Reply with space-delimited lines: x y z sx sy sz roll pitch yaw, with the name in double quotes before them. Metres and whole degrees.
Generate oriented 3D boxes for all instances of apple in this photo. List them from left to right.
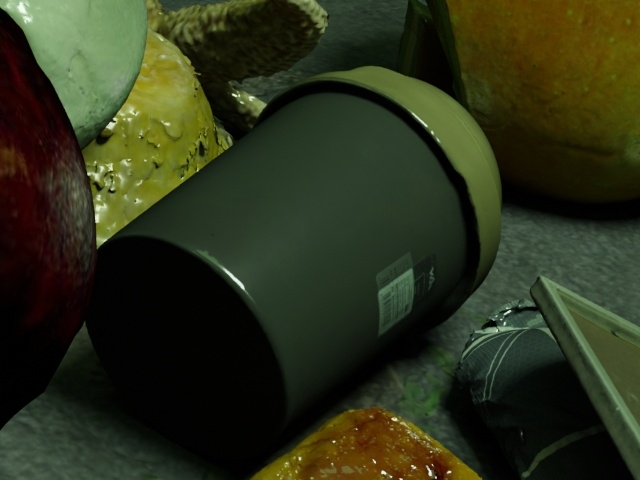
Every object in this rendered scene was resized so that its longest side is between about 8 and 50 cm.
"apple" 0.244 -0.224 1.394 0.384 0.374 0.374 30 36 23

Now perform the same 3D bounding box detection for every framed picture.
"framed picture" 0.290 0.152 0.940 0.324 0.020 0.240 26 23 -27

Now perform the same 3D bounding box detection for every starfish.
"starfish" -0.183 -0.230 1.366 0.432 0.324 0.082 32 63 19

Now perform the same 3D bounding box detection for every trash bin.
"trash bin" 0.000 0.000 1.076 0.214 0.214 0.334 26 42 26

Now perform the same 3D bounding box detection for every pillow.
"pillow" 0.193 0.145 0.990 0.161 0.092 0.335 5 30 -12

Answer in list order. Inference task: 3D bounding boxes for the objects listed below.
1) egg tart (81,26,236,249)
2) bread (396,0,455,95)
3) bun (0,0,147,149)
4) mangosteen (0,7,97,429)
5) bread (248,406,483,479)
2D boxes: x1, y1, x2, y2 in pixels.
"egg tart" -0.207 -0.107 1.234 0.341 0.132 0.341 17 30 -10
"bread" 0.161 -0.206 1.586 0.139 0.084 0.074 2 30 -13
"bun" -0.262 -0.187 1.047 0.293 0.187 0.293 7 54 -9
"mangosteen" -0.335 0.015 0.798 0.381 0.381 0.421 27 67 27
"bread" -0.001 0.192 0.877 0.139 0.077 0.271 30 33 27
